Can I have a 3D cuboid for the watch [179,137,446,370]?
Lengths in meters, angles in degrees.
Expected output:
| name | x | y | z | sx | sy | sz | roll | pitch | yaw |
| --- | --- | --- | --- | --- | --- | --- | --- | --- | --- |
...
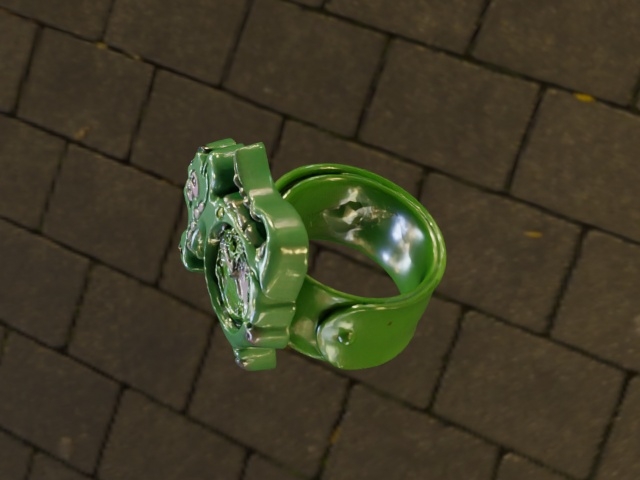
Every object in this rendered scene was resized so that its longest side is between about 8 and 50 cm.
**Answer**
| name | x | y | z | sx | sy | sz | roll | pitch | yaw |
| --- | --- | --- | --- | --- | --- | --- | --- | --- | --- |
| watch | 0.000 | 0.000 | 0.901 | 0.131 | 0.152 | 0.165 | 108 | 146 | -43 |
